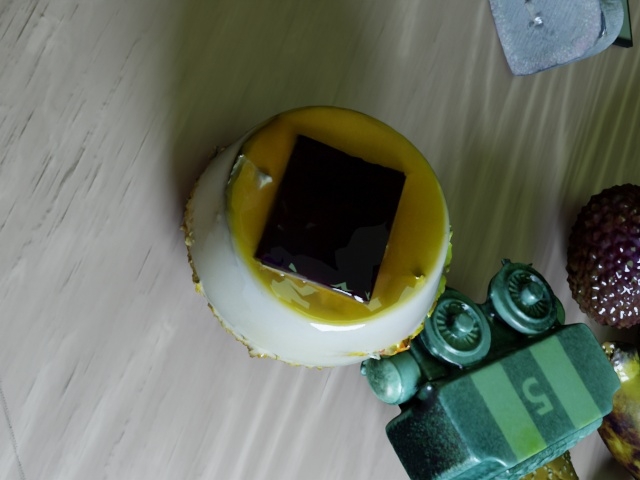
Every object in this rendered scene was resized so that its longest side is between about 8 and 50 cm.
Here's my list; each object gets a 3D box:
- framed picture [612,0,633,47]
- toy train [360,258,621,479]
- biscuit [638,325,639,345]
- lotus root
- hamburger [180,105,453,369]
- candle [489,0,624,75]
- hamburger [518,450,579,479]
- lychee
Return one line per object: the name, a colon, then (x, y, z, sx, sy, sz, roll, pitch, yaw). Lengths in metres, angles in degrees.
framed picture: (0.385, -0.448, 1.741, 0.244, 0.013, 0.323, -4, 87, -54)
toy train: (0.193, 0.161, 1.412, 0.299, 0.167, 0.238, -18, 73, -35)
biscuit: (0.595, 0.167, 1.860, 0.302, 0.049, 0.196, -15, 96, -41)
lotus root: (0.464, 0.254, 1.658, 0.314, 0.169, 0.141, 47, 64, -20)
hamburger: (0.000, 0.000, 1.274, 0.294, 0.179, 0.276, 19, 64, -10)
candle: (0.302, -0.294, 1.610, 0.068, 0.192, 0.168, -21, 142, -41)
hamburger: (0.249, 0.329, 1.499, 0.189, 0.122, 0.215, 44, 56, -24)
lychee: (0.418, 0.014, 1.639, 0.188, 0.188, 0.188, 6, 81, -40)
